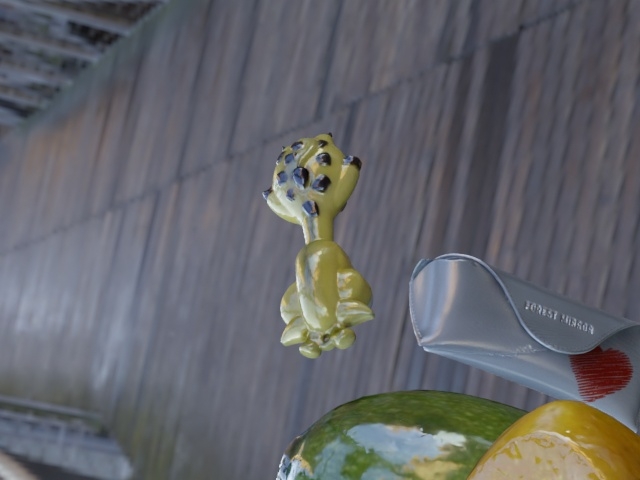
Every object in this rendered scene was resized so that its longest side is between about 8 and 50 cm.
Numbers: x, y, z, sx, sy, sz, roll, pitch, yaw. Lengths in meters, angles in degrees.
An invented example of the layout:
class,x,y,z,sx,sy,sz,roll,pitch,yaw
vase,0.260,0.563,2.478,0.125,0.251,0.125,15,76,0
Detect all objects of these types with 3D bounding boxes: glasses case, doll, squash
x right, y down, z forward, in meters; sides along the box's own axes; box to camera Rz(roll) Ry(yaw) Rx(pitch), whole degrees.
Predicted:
class,x,y,z,sx,sy,sz,roll,pitch,yaw
glasses case,0.248,0.112,1.762,0.128,0.308,0.083,-78,12,-46
doll,0.000,0.000,1.675,0.117,0.086,0.291,-24,50,20
squash,0.124,0.237,1.314,0.310,0.309,0.310,-47,-3,-3

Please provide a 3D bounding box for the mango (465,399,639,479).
class,x,y,z,sx,sy,sz,roll,pitch,yaw
mango,0.123,0.244,0.693,0.199,0.201,0.350,15,-112,-87
